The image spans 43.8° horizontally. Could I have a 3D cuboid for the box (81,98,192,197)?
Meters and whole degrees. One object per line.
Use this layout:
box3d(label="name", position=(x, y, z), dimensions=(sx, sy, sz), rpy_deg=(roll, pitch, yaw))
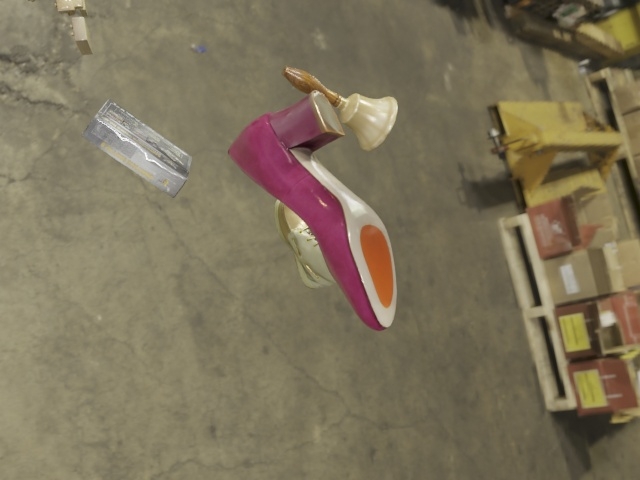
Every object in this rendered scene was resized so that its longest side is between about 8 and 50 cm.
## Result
box3d(label="box", position=(-0.392, -0.203, 1.733), dimensions=(0.231, 0.056, 0.183), rpy_deg=(35, 15, -17))

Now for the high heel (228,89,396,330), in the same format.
box3d(label="high heel", position=(-0.014, -0.024, 1.181), dimensions=(0.127, 0.181, 0.377), rpy_deg=(14, 54, -55))

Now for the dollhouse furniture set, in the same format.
box3d(label="dollhouse furniture set", position=(-0.567, -0.478, 1.707), dimensions=(0.123, 0.144, 0.151), rpy_deg=(-9, 90, -10))

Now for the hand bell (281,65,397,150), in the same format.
box3d(label="hand bell", position=(0.026, -0.291, 1.628), dimensions=(0.242, 0.126, 0.126), rpy_deg=(25, 58, -27))

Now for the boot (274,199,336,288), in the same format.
box3d(label="boot", position=(0.000, 0.000, 1.612), dimensions=(0.077, 0.165, 0.213), rpy_deg=(-32, 106, -33))
